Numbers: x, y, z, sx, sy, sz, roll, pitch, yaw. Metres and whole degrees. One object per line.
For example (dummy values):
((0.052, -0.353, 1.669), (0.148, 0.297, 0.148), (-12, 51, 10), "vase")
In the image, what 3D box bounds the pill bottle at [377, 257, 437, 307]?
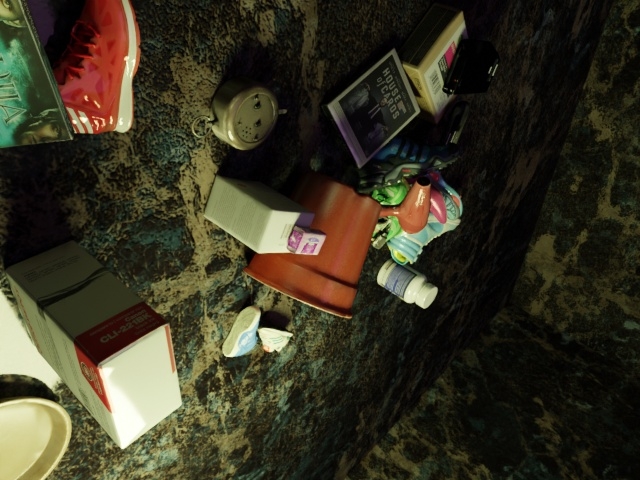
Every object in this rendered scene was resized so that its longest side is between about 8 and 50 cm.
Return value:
((0.298, 0.148, 1.740), (0.112, 0.187, 0.112), (-33, 140, -33), "pill bottle")

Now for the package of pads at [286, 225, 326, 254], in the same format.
((-0.027, 0.002, 1.002), (0.083, 0.032, 0.050), (5, 111, -56), "package of pads")

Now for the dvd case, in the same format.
((0.126, -0.312, 1.204), (0.239, 0.030, 0.179), (-44, 124, -19), "dvd case")

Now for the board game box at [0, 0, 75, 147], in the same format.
((-0.390, -0.200, 0.610), (0.126, 0.026, 0.186), (-9, 132, -8), "board game box")

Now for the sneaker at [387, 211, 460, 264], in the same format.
((0.335, -0.018, 1.711), (0.319, 0.127, 0.208), (4, 112, -44), "sneaker")

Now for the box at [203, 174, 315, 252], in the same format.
((-0.123, -0.052, 1.017), (0.130, 0.170, 0.091), (1, 115, -54), "box")

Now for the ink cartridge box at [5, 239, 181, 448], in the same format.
((-0.352, 0.153, 0.796), (0.114, 0.273, 0.197), (-33, 141, -39), "ink cartridge box")

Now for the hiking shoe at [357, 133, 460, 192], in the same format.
((0.226, -0.224, 1.305), (0.304, 0.113, 0.132), (-19, 93, -23), "hiking shoe")

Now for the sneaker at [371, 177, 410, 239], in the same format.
((0.186, -0.094, 1.454), (0.123, 0.109, 0.295), (-42, 143, -23), "sneaker")

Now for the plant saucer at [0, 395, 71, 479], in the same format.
((-0.586, 0.384, 0.897), (0.278, 0.041, 0.277), (-33, 141, -32), "plant saucer")

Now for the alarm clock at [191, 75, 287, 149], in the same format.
((-0.151, -0.227, 0.936), (0.192, 0.064, 0.129), (-26, 137, -35), "alarm clock")

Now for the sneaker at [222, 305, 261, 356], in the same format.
((-0.178, 0.231, 1.290), (0.085, 0.058, 0.152), (15, 109, -51), "sneaker")

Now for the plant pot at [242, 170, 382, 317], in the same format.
((0.000, 0.000, 1.167), (0.272, 0.272, 0.265), (24, 89, -58), "plant pot")

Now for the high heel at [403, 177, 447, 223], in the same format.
((0.273, -0.141, 1.454), (0.117, 0.082, 0.244), (-26, 105, -1), "high heel")

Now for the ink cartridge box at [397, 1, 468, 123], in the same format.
((0.298, -0.450, 1.317), (0.193, 0.088, 0.235), (-54, 148, -4), "ink cartridge box")

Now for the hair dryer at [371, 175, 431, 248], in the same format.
((0.180, -0.067, 1.326), (0.224, 0.080, 0.293), (20, 136, -39), "hair dryer")

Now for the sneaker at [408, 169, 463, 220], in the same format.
((0.332, -0.138, 1.569), (0.262, 0.104, 0.125), (45, 77, -24), "sneaker")

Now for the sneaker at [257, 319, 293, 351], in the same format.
((-0.135, 0.267, 1.383), (0.075, 0.057, 0.161), (-61, 151, -4), "sneaker")

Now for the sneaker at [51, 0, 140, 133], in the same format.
((-0.318, -0.239, 0.676), (0.128, 0.087, 0.221), (-25, 134, -43), "sneaker")

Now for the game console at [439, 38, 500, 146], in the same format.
((0.372, -0.357, 1.383), (0.213, 0.044, 0.361), (-20, 134, -47), "game console")
